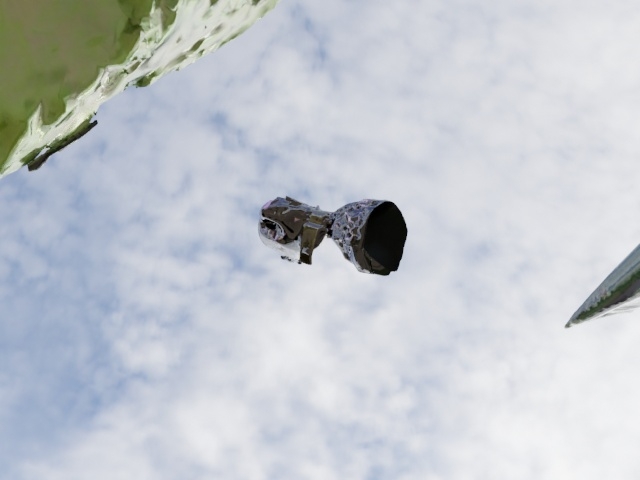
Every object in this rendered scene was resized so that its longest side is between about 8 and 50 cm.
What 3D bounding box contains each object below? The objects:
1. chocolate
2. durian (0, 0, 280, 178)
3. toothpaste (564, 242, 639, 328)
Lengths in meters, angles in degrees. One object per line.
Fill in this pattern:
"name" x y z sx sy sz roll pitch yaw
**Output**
"chocolate" -0.001 -0.003 0.886 0.147 0.070 0.072 -4 -59 42
"durian" -0.099 -0.098 0.385 0.355 0.157 0.169 -44 -49 -29
"toothpaste" 0.353 -0.004 1.028 0.098 0.061 0.392 -12 -25 -21
